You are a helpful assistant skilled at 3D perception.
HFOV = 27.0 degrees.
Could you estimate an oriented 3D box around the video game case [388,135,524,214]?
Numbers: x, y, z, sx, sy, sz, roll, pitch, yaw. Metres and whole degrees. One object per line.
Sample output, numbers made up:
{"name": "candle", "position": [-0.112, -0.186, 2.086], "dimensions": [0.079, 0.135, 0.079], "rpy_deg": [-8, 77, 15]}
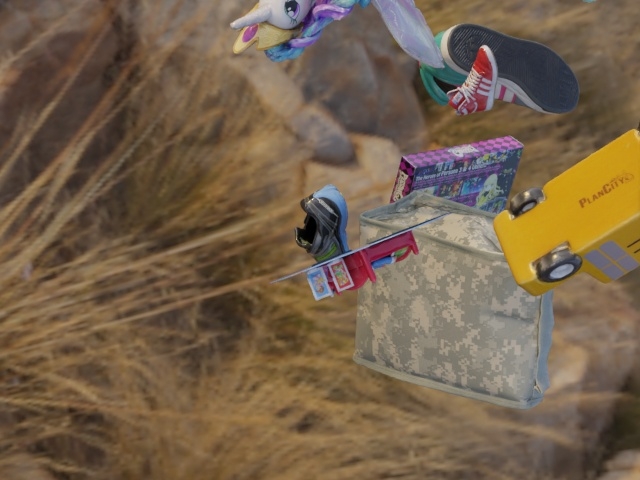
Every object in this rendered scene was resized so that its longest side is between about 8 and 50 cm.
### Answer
{"name": "video game case", "position": [0.198, -0.051, 2.075], "dimensions": [0.232, 0.042, 0.210], "rpy_deg": [-13, 131, -36]}

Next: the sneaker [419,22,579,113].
{"name": "sneaker", "position": [0.287, -0.281, 2.300], "dimensions": [0.295, 0.178, 0.124], "rpy_deg": [19, 79, -29]}

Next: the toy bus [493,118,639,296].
{"name": "toy bus", "position": [0.370, -0.053, 1.536], "dimensions": [0.130, 0.332, 0.108], "rpy_deg": [28, 35, -49]}

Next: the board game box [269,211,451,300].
{"name": "board game box", "position": [0.040, 0.021, 1.156], "dimensions": [0.133, 0.168, 0.033], "rpy_deg": [157, -87, -84]}

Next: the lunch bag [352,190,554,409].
{"name": "lunch bag", "position": [0.200, 0.082, 1.831], "dimensions": [0.169, 0.287, 0.235], "rpy_deg": [-22, 121, -46]}

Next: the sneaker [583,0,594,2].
{"name": "sneaker", "position": [0.282, -0.288, 1.316], "dimensions": [0.098, 0.038, 0.069], "rpy_deg": [-59, 157, -5]}

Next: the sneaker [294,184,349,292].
{"name": "sneaker", "position": [0.000, 0.000, 1.940], "dimensions": [0.067, 0.078, 0.188], "rpy_deg": [-121, -161, -45]}

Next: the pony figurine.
{"name": "pony figurine", "position": [0.054, -0.390, 1.738], "dimensions": [0.303, 0.363, 0.351], "rpy_deg": [43, 25, 18]}

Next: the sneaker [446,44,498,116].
{"name": "sneaker", "position": [0.222, -0.231, 1.965], "dimensions": [0.118, 0.067, 0.042], "rpy_deg": [86, -20, -46]}
